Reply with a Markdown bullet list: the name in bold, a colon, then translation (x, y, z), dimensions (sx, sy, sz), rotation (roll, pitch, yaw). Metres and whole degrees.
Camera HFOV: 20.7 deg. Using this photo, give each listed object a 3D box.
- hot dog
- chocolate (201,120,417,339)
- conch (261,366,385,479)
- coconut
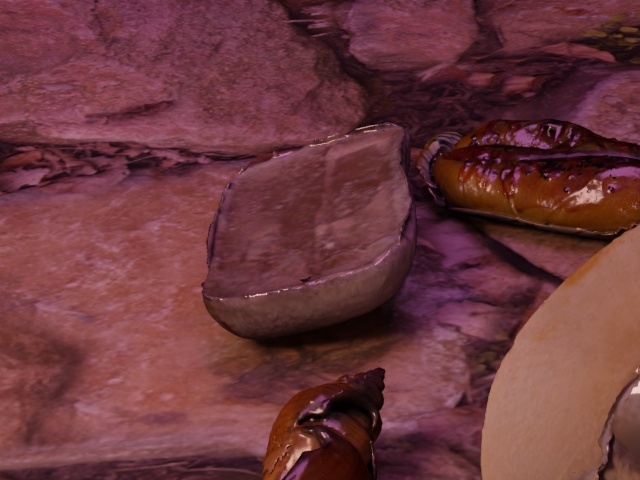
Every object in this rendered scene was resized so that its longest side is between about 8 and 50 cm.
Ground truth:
- **hot dog**: translation (0.224, -0.064, 1.676), dimensions (0.270, 0.082, 0.162), rotation (11, 27, 29)
- **chocolate**: translation (0.000, 0.000, 1.545), dimensions (0.185, 0.100, 0.303), rotation (-11, 22, 8)
- **conch**: translation (-0.007, 0.173, 1.216), dimensions (0.080, 0.086, 0.233), rotation (35, 39, -12)
- **coconut**: translation (0.254, 0.128, 0.995), dimensions (0.323, 0.323, 0.323), rotation (-2, 26, 1)
